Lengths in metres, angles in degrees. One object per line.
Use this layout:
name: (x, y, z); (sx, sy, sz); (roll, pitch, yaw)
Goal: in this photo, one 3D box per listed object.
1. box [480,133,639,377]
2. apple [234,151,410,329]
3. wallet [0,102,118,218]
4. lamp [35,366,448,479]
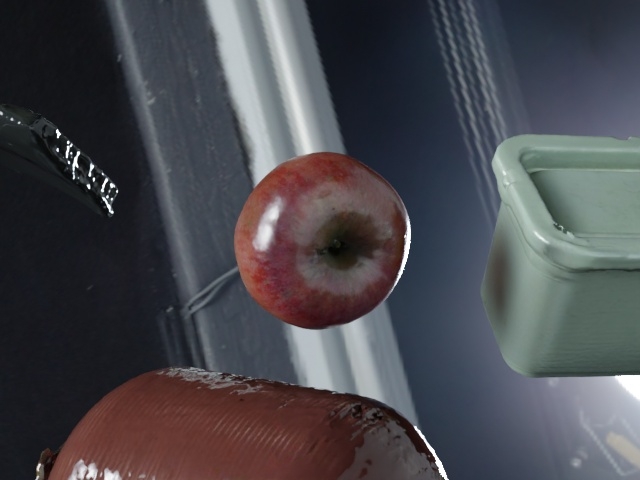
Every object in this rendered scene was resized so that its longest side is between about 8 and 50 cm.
box: (0.299, 0.024, 0.881); (0.312, 0.182, 0.175); (1, -140, -11)
apple: (0.000, 0.000, 0.827); (0.153, 0.120, 0.153); (-6, -76, -26)
wallet: (-0.276, -0.090, 0.645); (0.285, 0.146, 0.030); (20, -104, 12)
lamp: (-0.034, 0.162, 0.504); (0.180, 0.258, 0.180); (-20, -67, -57)
